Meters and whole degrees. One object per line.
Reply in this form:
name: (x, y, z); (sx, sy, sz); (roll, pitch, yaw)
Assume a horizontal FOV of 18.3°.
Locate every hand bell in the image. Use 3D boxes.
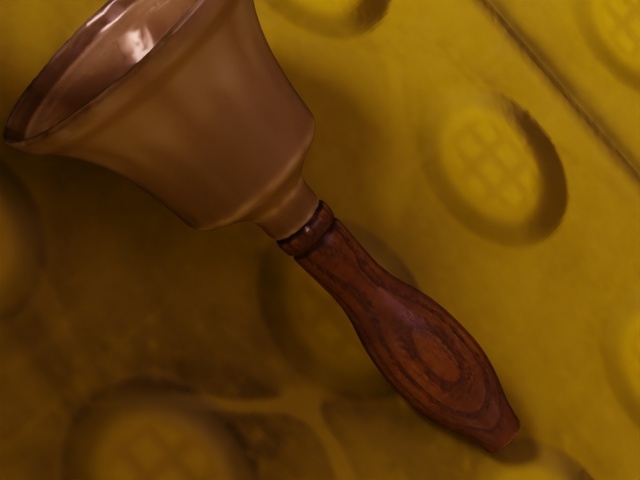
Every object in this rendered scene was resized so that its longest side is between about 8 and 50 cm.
hand bell: (0.000, 0.000, 0.813); (0.242, 0.126, 0.126); (47, 47, -20)
